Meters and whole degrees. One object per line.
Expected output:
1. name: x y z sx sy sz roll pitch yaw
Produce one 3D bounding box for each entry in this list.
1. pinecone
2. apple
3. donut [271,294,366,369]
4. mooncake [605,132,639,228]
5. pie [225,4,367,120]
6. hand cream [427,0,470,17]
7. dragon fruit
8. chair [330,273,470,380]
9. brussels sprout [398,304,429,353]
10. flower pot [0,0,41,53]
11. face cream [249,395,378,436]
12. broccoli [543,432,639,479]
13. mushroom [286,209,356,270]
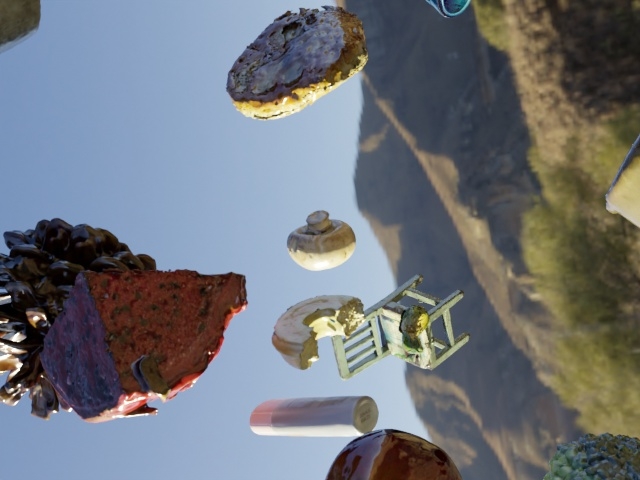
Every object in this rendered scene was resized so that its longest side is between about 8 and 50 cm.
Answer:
1. pinecone: -0.498 0.156 1.839 0.398 0.398 0.397 -9 -90 -78
2. apple: 0.082 0.304 1.124 0.156 0.147 0.158 53 -139 -3
3. donut: -0.014 0.145 1.543 0.166 0.108 0.065 -37 -59 -39
4. mooncake: 0.716 -0.167 1.766 0.246 0.394 0.393 38 170 11
5. pie: -0.045 -0.319 1.751 0.085 0.308 0.308 50 -151 -37
6. hand cream: 0.169 -0.430 1.471 0.270 0.061 0.120 -107 23 -53
7. dragon fruit: -0.244 0.125 1.470 0.302 0.330 0.240 35 141 46
8. chair: 0.175 0.203 2.047 0.270 0.147 0.136 -31 -56 -31
9. brussels sprout: 0.147 0.144 1.543 0.051 0.046 0.083 -48 20 50
10. flower pot: -0.678 -0.416 1.654 0.294 0.330 0.293 37 141 37
11. face cream: -0.010 0.266 1.455 0.084 0.198 0.057 -17 -85 -51
12. broccoli: 0.310 0.319 0.939 0.243 0.247 0.263 -63 -19 10
13. mushroom: 0.000 0.000 2.313 0.166 0.166 0.127 -72 -35 -66
